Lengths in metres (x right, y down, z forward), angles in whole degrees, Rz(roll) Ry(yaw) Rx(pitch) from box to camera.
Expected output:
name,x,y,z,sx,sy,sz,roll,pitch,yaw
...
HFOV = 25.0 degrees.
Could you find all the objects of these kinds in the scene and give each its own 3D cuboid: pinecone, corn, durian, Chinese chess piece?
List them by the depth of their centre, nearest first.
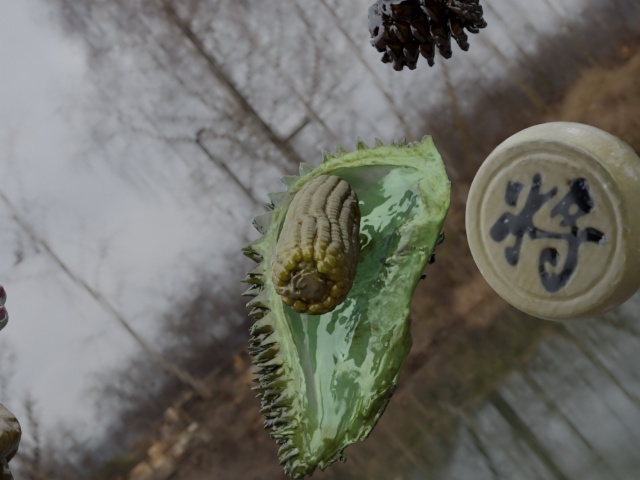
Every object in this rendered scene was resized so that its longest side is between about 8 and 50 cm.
name,x,y,z,sx,sy,sz,roll,pitch,yaw
pinecone,0.073,-0.155,1.011,0.083,0.077,0.077,-50,-4,24
corn,0.000,0.000,1.357,0.080,0.080,0.231,-41,12,17
durian,0.023,0.067,1.465,0.163,0.198,0.394,74,-154,-53
Chinese chess piece,0.310,-0.024,1.848,0.257,0.257,0.104,-41,-13,35

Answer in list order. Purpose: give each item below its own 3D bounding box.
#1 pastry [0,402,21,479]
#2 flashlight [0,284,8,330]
name,x,y,z,sx,sy,sz,roll,pitch,yaw
pastry,-0.339,0.191,1.062,0.235,0.132,0.240,-2,6,-17
flashlight,-0.382,0.078,1.441,0.047,0.093,0.200,-38,3,29
